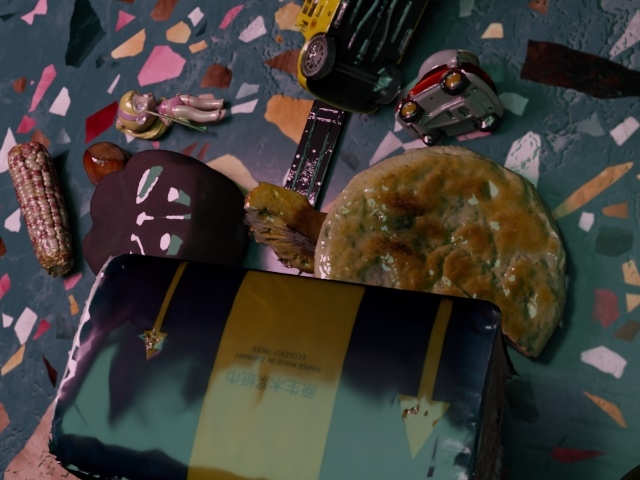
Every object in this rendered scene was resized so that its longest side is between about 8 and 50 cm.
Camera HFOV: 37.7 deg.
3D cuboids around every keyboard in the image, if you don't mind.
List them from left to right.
[{"bbox_3d":[-0.015,-0.109,1.378,0.061,0.013,0.205,15,82,28],"label":"keyboard"}]

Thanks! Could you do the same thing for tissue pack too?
[{"bbox_3d":[-0.019,0.177,0.964,0.416,0.264,0.253,6,67,16],"label":"tissue pack"}]

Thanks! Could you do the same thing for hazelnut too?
[{"bbox_3d":[-0.341,-0.118,1.500,0.086,0.086,0.086,-7,72,23],"label":"hazelnut"}]

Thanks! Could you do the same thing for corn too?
[{"bbox_3d":[-0.453,-0.054,1.526,0.079,0.079,0.237,-28,67,15],"label":"corn"}]

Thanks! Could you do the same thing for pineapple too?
[{"bbox_3d":[-0.001,0.001,1.278,0.233,0.135,0.080,25,63,2],"label":"pineapple"}]

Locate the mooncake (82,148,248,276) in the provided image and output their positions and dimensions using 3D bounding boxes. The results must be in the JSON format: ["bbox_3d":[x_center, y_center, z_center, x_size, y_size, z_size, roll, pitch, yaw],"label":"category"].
[{"bbox_3d":[-0.234,-0.018,1.392,0.244,0.133,0.245,-9,72,30],"label":"mooncake"}]

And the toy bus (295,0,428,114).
[{"bbox_3d":[0.068,-0.352,1.311,0.152,0.144,0.330,42,112,50],"label":"toy bus"}]

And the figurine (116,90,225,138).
[{"bbox_3d":[-0.242,-0.198,1.486,0.187,0.083,0.083,-1,74,11],"label":"figurine"}]

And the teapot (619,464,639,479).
[{"bbox_3d":[0.385,0.306,0.985,0.185,0.175,0.268,-12,70,19],"label":"teapot"}]

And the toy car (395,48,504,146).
[{"bbox_3d":[0.171,-0.206,1.278,0.139,0.112,0.112,-20,53,28],"label":"toy car"}]

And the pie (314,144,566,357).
[{"bbox_3d":[0.143,0.023,1.174,0.337,0.075,0.338,1,73,-3],"label":"pie"}]
